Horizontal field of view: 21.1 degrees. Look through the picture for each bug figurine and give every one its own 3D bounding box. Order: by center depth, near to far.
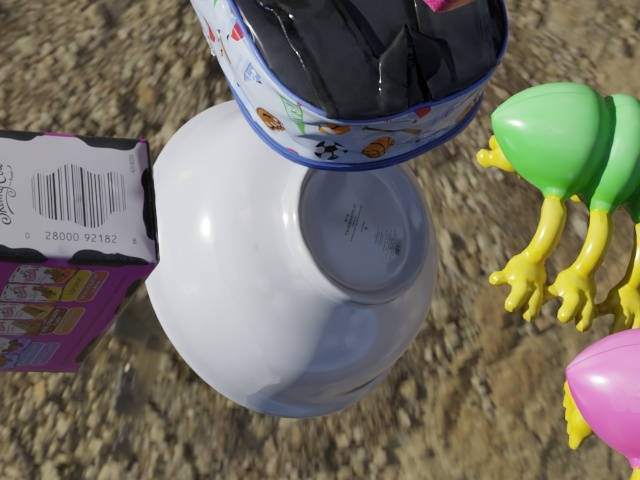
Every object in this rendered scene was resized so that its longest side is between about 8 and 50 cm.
[{"bbox_3d":[0.156,0.026,0.485,0.216,0.279,0.072,11,127,-12],"label":"bug figurine"}]

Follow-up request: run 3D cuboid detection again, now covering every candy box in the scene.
[{"bbox_3d":[-0.213,0.006,0.834,0.233,0.159,0.071,3,65,-24],"label":"candy box"}]

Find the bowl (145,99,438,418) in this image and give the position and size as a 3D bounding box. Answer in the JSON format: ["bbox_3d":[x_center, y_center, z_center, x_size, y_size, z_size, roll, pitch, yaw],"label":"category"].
[{"bbox_3d":[0.000,0.000,1.502,0.297,0.134,0.298,10,71,-32],"label":"bowl"}]

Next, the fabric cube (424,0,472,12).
[{"bbox_3d":[0.095,-0.312,0.870,0.259,0.254,0.258,45,123,7],"label":"fabric cube"}]

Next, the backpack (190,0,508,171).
[{"bbox_3d":[0.019,-0.187,1.402,0.276,0.213,0.263,-18,64,-11],"label":"backpack"}]
